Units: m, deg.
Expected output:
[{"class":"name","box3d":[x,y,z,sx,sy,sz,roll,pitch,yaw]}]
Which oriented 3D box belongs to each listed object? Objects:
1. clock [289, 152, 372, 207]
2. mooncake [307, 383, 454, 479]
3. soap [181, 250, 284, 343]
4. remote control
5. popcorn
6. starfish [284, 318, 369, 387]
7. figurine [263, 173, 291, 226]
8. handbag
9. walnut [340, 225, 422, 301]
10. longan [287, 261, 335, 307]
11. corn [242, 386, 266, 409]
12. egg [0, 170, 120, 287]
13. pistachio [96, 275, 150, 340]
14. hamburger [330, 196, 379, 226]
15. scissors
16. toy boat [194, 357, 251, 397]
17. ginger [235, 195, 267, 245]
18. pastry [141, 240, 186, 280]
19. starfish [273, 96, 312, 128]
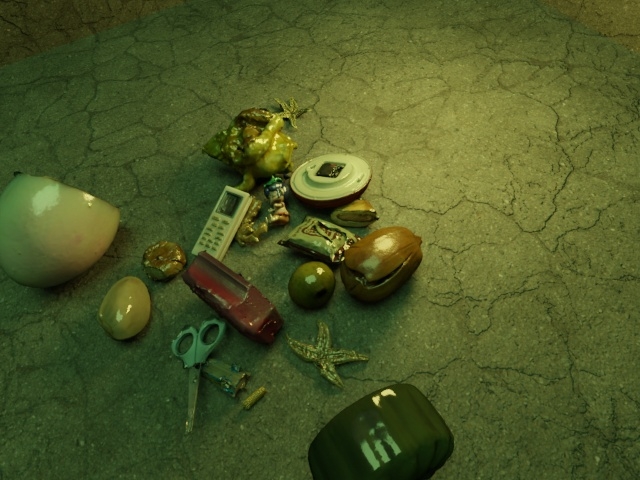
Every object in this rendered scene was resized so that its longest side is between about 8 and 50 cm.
[{"class":"clock","box3d":[0.037,-0.243,1.546,0.318,0.080,0.318,-7,43,7]},{"class":"mooncake","box3d":[0.147,0.505,0.965,0.351,0.351,0.187,-25,48,-11]},{"class":"soap","box3d":[-0.262,0.187,1.255,0.324,0.220,0.127,33,70,24]},{"class":"remote control","box3d":[-0.353,-0.057,1.470,0.102,0.055,0.277,21,79,17]},{"class":"popcorn","box3d":[-0.257,-0.330,1.579,0.321,0.290,0.326,1,87,46]},{"class":"starfish","box3d":[0.012,0.328,1.244,0.247,0.050,0.138,36,65,21]},{"class":"figurine","box3d":[-0.161,-0.147,1.523,0.102,0.111,0.195,1,74,-30]},{"class":"handbag","box3d":[0.000,0.000,1.410,0.235,0.127,0.213,24,34,17]},{"class":"walnut","box3d":[0.207,0.062,1.315,0.336,0.209,0.209,-28,59,-27]},{"class":"longan","box3d":[-0.031,0.140,1.323,0.154,0.176,0.145,-9,99,-22]},{"class":"corn","box3d":[-0.194,0.460,1.187,0.083,0.027,0.028,-37,79,-20]},{"class":"egg","box3d":[-0.899,-0.007,1.365,0.354,0.354,0.340,13,76,12]},{"class":"pistachio","box3d":[-0.633,0.221,1.321,0.152,0.126,0.223,11,46,-29]},{"class":"hamburger","box3d":[0.131,-0.105,1.497,0.176,0.087,0.102,-2,39,16]},{"class":"scissors","box3d":[-0.367,0.378,1.190,0.191,0.029,0.360,-20,41,8]},{"class":"toy boat","box3d":[-0.307,0.391,1.224,0.210,0.066,0.084,15,47,27]},{"class":"ginger","box3d":[-0.262,-0.071,1.503,0.176,0.052,0.193,-50,44,-8]},{"class":"pastry","box3d":[-0.548,0.071,1.433,0.153,0.081,0.153,-2,47,2]},{"class":"starfish","box3d":[-0.147,-0.567,1.824,0.176,0.053,0.208,-29,57,-13]}]
